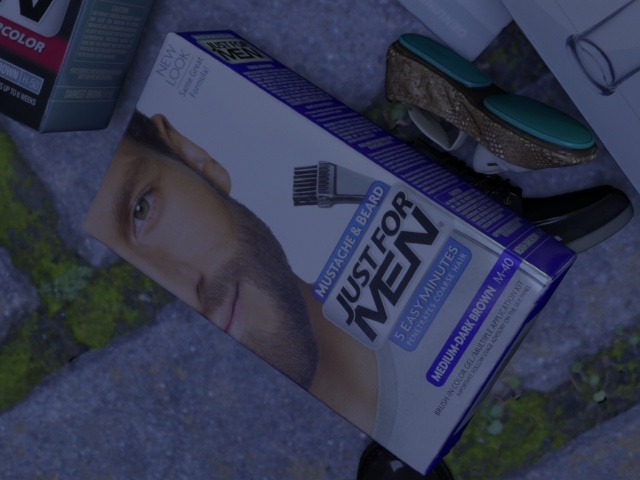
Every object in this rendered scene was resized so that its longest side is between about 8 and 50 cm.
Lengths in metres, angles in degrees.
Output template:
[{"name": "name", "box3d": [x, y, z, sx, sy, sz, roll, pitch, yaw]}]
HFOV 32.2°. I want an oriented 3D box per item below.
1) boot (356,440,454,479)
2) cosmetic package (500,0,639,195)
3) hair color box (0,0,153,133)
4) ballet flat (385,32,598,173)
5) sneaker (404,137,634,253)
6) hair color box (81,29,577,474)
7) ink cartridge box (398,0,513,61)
[{"name": "boot", "box3d": [0.076, 0.314, 0.900, 0.091, 0.229, 0.262, -7, 101, 8]}, {"name": "cosmetic package", "box3d": [0.346, -0.127, 0.797, 0.284, 0.097, 0.377, -33, 104, 26]}, {"name": "hair color box", "box3d": [-0.201, -0.290, 0.847, 0.185, 0.113, 0.374, 26, 104, 13]}, {"name": "ballet flat", "box3d": [0.125, -0.092, 0.857, 0.206, 0.073, 0.067, 41, 128, 39]}, {"name": "sneaker", "box3d": [0.132, -0.036, 0.894, 0.222, 0.083, 0.118, -14, 100, 10]}, {"name": "hair color box", "box3d": [0.000, 0.000, 0.857, 0.339, 0.110, 0.185, 34, 112, 15]}, {"name": "ink cartridge box", "box3d": [0.137, -0.377, 0.839, 0.308, 0.091, 0.385, 42, 120, -4]}]
